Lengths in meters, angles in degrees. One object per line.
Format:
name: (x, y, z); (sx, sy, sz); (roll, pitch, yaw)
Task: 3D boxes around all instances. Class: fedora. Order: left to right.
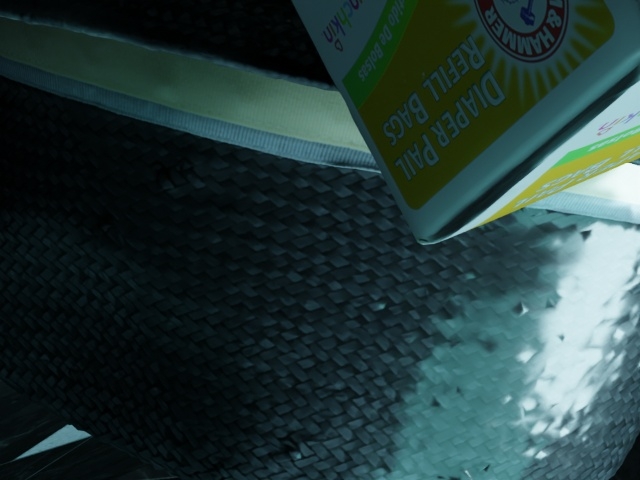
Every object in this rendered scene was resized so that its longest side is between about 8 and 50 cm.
fedora: (0.000, 0.000, 0.571); (0.334, 0.152, 0.334); (13, -173, -2)

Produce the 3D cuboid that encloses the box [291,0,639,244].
box: (0.041, -0.119, 0.389); (0.114, 0.203, 0.103); (-20, 168, -30)
